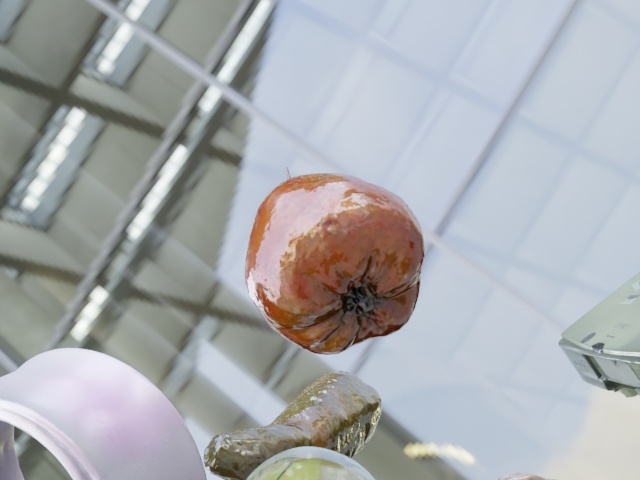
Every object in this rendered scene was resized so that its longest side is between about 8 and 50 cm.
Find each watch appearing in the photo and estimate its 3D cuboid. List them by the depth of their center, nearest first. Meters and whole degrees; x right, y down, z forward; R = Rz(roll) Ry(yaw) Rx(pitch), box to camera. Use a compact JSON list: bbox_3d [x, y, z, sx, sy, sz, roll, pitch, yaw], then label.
[{"bbox_3d":[-0.169,0.200,1.181,0.211,0.248,0.218,-30,-60,-53],"label":"watch"}]

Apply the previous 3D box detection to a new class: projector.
[{"bbox_3d":[0.358,0.079,1.658,0.193,0.269,0.088,-37,-82,-9],"label":"projector"}]

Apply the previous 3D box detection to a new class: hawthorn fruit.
[{"bbox_3d":[0.003,0.013,1.145,0.125,0.140,0.125,-24,-58,-46],"label":"hawthorn fruit"}]

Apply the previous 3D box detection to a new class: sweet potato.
[{"bbox_3d":[-0.016,0.159,1.368,0.075,0.075,0.273,-66,-17,17],"label":"sweet potato"}]

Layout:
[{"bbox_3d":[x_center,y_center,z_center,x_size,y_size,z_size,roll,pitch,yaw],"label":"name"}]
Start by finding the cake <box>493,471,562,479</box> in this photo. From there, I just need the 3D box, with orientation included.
[{"bbox_3d":[0.210,0.371,1.517,0.237,0.309,0.230,8,-24,-15],"label":"cake"}]

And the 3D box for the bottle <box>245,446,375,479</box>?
[{"bbox_3d":[-0.004,0.139,0.768,0.083,0.083,0.270,-50,-2,-3],"label":"bottle"}]
